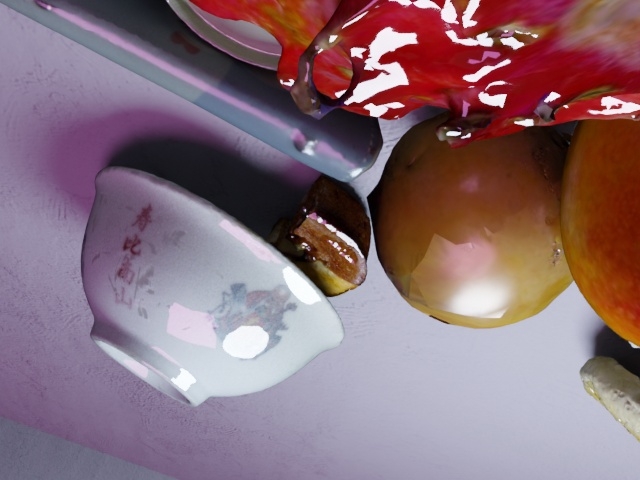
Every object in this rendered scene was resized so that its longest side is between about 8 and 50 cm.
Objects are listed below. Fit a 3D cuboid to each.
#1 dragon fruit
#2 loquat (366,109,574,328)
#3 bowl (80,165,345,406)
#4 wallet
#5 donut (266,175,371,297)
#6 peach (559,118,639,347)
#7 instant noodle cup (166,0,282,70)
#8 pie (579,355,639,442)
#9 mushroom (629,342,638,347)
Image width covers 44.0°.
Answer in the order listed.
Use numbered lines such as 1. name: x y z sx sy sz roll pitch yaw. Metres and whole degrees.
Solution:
1. dragon fruit: 0.118 -0.191 0.376 0.371 0.249 0.386 -45 146 23
2. loquat: 0.163 -0.025 0.801 0.235 0.235 0.235 14 147 9
3. bowl: -0.197 0.108 1.132 0.435 0.196 0.435 29 160 12
4. wallet: -0.118 -0.186 0.726 0.360 0.252 0.083 27 113 -16
5. donut: -0.001 0.001 1.069 0.141 0.085 0.217 31 148 -16
6. peach: 0.332 -0.041 0.599 0.308 0.332 0.308 24 151 14
7. instant noodle cup: -0.016 -0.255 0.606 0.235 0.178 0.234 13 147 8
8. pie: 0.476 0.274 1.056 0.339 0.339 0.077 36 102 -24
9. mushroom: 0.365 0.025 0.863 0.103 0.118 0.270 15 156 38
